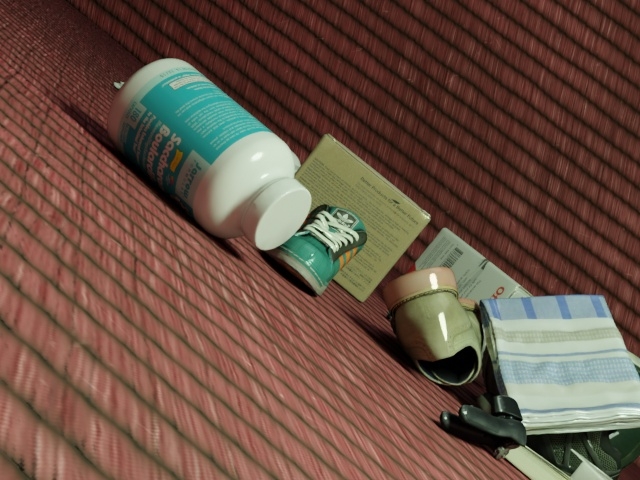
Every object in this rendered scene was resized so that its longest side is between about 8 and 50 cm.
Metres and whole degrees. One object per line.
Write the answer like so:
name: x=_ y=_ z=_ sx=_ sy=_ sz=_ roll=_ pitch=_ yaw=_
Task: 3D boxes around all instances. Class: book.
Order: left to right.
book: x=0.259 y=0.280 z=1.536 sx=0.144 sy=0.035 sz=0.096 roll=37 pitch=0 yaw=-4

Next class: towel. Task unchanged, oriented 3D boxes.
towel: x=0.353 y=0.173 z=1.679 sx=0.209 sy=0.034 sz=0.285 roll=-2 pitch=36 yaw=-2

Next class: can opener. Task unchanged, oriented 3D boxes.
can opener: x=0.197 y=0.227 z=1.402 sx=0.186 sy=0.059 sz=0.073 roll=18 pitch=46 yaw=-53

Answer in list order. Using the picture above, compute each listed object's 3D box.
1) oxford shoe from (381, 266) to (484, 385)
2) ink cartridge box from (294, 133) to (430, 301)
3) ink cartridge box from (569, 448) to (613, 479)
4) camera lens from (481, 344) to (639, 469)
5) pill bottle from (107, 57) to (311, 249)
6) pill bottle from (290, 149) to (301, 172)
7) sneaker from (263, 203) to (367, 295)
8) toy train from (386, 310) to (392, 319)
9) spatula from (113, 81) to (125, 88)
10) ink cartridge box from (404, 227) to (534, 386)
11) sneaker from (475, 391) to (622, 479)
oxford shoe: x=0.183 y=0.162 z=1.746 sx=0.397 sy=0.140 sz=0.146 roll=42 pitch=30 yaw=-66
ink cartridge box: x=0.043 y=-0.039 z=1.992 sx=0.235 sy=0.193 sz=0.088 roll=39 pitch=4 yaw=2
ink cartridge box: x=0.386 y=0.361 z=1.512 sx=0.104 sy=0.061 sz=0.181 roll=37 pitch=5 yaw=-27
camera lens: x=0.397 y=0.241 z=1.849 sx=0.219 sy=0.219 sz=0.274 roll=38 pitch=4 yaw=-18
pill bottle: x=-0.133 y=-0.101 z=1.415 sx=0.264 sy=0.146 sz=0.146 roll=40 pitch=4 yaw=27
pill bottle: x=-0.116 y=-0.148 z=2.291 sx=0.124 sy=0.124 sz=0.221 roll=35 pitch=7 yaw=-46
sneaker: x=0.000 y=0.000 z=1.661 sx=0.108 sy=0.121 sz=0.302 roll=39 pitch=4 yaw=2
toy train: x=0.171 y=0.155 z=2.083 sx=0.158 sy=0.036 sz=0.027 roll=35 pitch=5 yaw=-44
spatula: x=-0.359 y=-0.287 z=2.415 sx=0.168 sy=0.019 sz=0.242 roll=39 pitch=4 yaw=-5
ink cartridge box: x=0.282 y=0.128 z=2.247 sx=0.114 sy=0.197 sz=0.273 roll=36 pitch=5 yaw=-36
sneaker: x=0.340 y=0.271 z=1.656 sx=0.227 sy=0.130 sz=0.087 roll=38 pitch=2 yaw=13
